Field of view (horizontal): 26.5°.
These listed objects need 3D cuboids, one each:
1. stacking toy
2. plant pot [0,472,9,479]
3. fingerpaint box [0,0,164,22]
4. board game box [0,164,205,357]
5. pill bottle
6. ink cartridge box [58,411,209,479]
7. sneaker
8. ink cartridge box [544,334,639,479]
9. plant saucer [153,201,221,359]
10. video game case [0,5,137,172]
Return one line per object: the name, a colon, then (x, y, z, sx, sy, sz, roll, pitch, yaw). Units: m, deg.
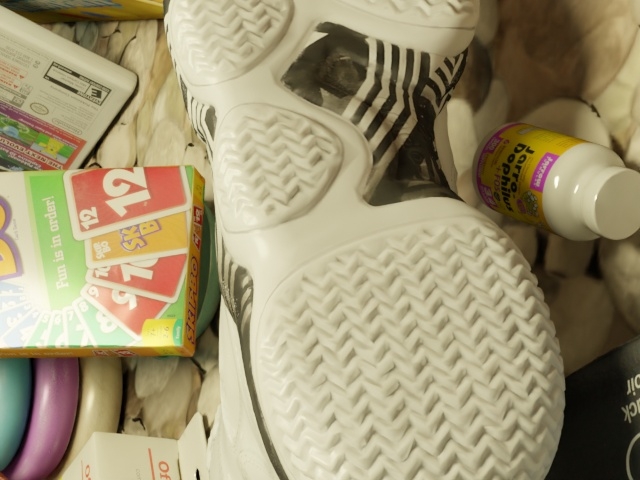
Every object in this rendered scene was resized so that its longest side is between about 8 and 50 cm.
stacking toy: (-0.318, 0.103, 0.985, 0.141, 0.330, 0.141, -25, 60, 55)
plant pot: (-0.350, 0.344, 1.060, 0.272, 0.272, 0.265, 61, 140, 47)
fingerpaint box: (-0.212, -0.375, 1.114, 0.445, 0.163, 0.371, 13, 92, 60)
board game box: (-0.208, 0.016, 0.900, 0.259, 0.039, 0.124, -2, 71, 13)
pill bottle: (0.106, -0.025, 0.598, 0.083, 0.043, 0.043, 26, 104, 58)
ink cartridge box: (-0.140, 0.208, 0.915, 0.198, 0.067, 0.115, -52, 40, 38)
sneaker: (0.000, 0.000, 0.617, 0.210, 0.137, 0.366, 101, 162, -52)
ink cartridge box: (0.164, 0.176, 0.426, 0.165, 0.065, 0.333, -41, 49, 46)
plant saucer: (-0.094, 0.024, 0.938, 0.119, 0.021, 0.119, -26, 59, 54)
video game case: (-0.278, -0.122, 1.117, 0.183, 0.201, 0.023, -45, 27, 44)
